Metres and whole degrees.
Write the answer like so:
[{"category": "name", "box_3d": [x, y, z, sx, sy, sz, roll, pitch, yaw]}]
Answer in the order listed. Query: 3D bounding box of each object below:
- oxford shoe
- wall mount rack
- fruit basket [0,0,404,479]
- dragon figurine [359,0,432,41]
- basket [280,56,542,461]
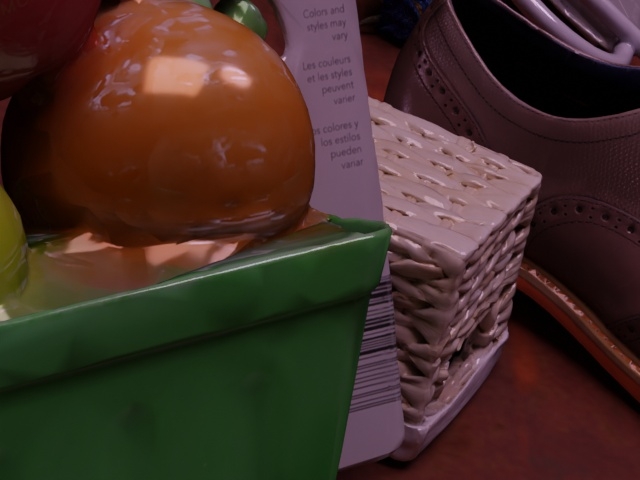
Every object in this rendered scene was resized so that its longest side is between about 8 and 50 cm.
[{"category": "oxford shoe", "box_3d": [0.181, -0.001, 0.893, 0.364, 0.133, 0.130, 27, 33, 19]}, {"category": "wall mount rack", "box_3d": [0.157, -0.245, 1.167, 0.304, 0.130, 0.350, 45, 24, -7]}, {"category": "fruit basket", "box_3d": [-0.118, -0.056, 0.666, 0.327, 0.353, 0.165, -15, 8, -38]}, {"category": "dragon figurine", "box_3d": [0.009, -0.220, 1.213, 0.144, 0.085, 0.289, -18, 45, -42]}, {"category": "basket", "box_3d": [0.000, 0.000, 0.846, 0.167, 0.103, 0.113, 24, 32, 16]}]
